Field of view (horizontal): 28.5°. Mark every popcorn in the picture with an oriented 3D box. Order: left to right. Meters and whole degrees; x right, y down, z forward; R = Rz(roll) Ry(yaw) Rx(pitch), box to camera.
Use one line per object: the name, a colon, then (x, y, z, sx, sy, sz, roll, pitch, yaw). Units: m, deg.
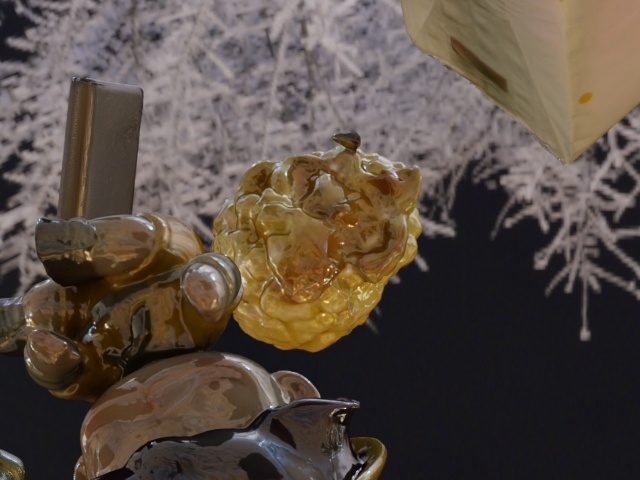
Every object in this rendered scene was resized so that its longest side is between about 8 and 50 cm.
popcorn: (0.000, 0.000, 0.965, 0.180, 0.170, 0.180, -5, -143, 3)

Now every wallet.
wallet: (-0.219, -0.058, 1.241, 0.031, 0.110, 0.198, 8, -85, 22)

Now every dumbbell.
dumbbell: (-0.288, 0.236, 1.118, 0.046, 0.052, 0.118, -54, -153, 16)

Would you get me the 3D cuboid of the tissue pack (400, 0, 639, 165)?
tissue pack: (0.141, -0.178, 0.528, 0.225, 0.185, 0.124, -41, -119, -12)

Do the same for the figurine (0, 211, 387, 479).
figurine: (-0.069, 0.106, 0.655, 0.192, 0.167, 0.256, -31, -120, 22)
